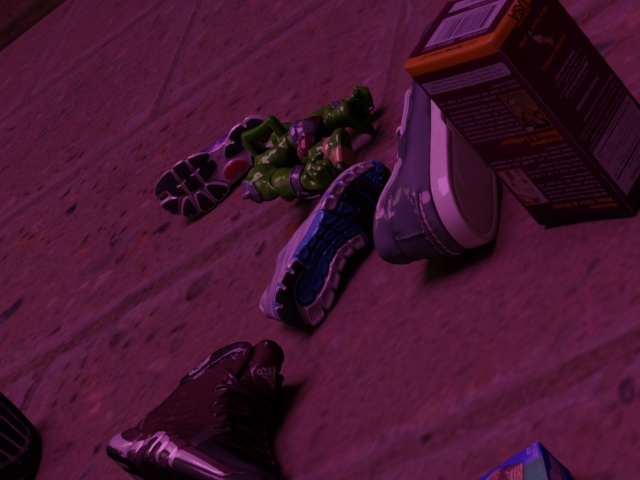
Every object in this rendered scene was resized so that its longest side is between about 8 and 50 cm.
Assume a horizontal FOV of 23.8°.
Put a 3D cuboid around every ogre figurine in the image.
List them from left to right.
[{"bbox_3d":[-0.014,-0.096,1.598,0.118,0.097,0.197,-17,45,27],"label":"ogre figurine"}]

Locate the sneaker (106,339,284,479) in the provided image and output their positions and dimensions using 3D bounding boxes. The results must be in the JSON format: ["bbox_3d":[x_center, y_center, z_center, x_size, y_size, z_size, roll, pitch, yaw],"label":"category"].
[{"bbox_3d":[-0.072,0.149,1.273,0.162,0.106,0.281,-49,23,-18],"label":"sneaker"}]

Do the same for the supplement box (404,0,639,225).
[{"bbox_3d":[0.171,-0.106,1.190,0.104,0.188,0.081,-9,41,53],"label":"supplement box"}]

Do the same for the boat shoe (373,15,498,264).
[{"bbox_3d":[0.100,-0.098,1.390,0.099,0.116,0.319,-27,33,26],"label":"boat shoe"}]

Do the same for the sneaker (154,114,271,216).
[{"bbox_3d":[-0.120,-0.089,1.818,0.170,0.068,0.071,-33,9,4],"label":"sneaker"}]

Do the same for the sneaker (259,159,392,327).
[{"bbox_3d":[0.000,0.000,1.449,0.190,0.071,0.083,-53,19,-20],"label":"sneaker"}]

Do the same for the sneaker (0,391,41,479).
[{"bbox_3d":[-0.389,0.261,1.573,0.121,0.111,0.300,-34,16,27],"label":"sneaker"}]

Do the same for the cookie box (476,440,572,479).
[{"bbox_3d":[0.114,0.193,0.973,0.107,0.040,0.092,-37,25,18],"label":"cookie box"}]
